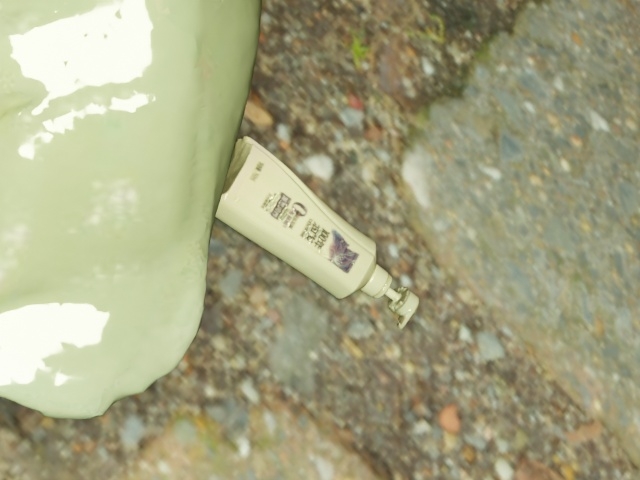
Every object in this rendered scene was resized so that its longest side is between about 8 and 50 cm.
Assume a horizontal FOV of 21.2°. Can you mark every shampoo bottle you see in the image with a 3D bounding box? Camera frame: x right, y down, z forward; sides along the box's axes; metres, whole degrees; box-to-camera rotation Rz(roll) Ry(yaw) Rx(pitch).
[{"bbox_3d":[0.000,0.000,0.976,0.141,0.034,0.049,36,47,-17],"label":"shampoo bottle"}]

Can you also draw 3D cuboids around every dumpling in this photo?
[{"bbox_3d":[-0.138,-0.086,0.830,0.212,0.270,0.320,47,22,-35],"label":"dumpling"}]
